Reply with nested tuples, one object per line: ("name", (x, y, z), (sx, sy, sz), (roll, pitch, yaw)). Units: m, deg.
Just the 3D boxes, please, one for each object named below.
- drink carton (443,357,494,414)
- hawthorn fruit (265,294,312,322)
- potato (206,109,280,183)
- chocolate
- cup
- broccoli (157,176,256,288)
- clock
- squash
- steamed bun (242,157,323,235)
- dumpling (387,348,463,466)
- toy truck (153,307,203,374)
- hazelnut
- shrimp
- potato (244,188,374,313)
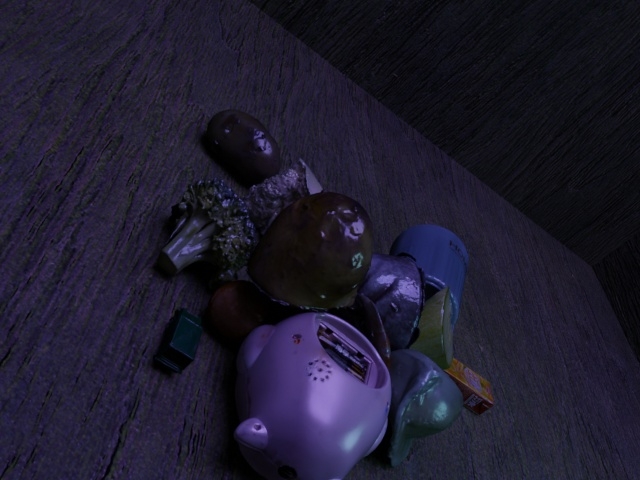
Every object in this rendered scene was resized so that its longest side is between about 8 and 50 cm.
("drink carton", (0.415, 0.423, 2.162), (0.223, 0.071, 0.096), (35, 28, -19))
("hawthorn fruit", (-0.066, 0.136, 1.803), (0.169, 0.169, 0.188), (17, 37, -43))
("potato", (-0.223, -0.284, 2.152), (0.262, 0.165, 0.165), (40, 27, 4))
("chocolate", (0.115, 0.158, 1.905), (0.213, 0.303, 0.303), (13, 39, -21))
("cup", (0.311, 0.162, 2.239), (0.257, 0.331, 0.311), (12, 29, 9))
("broccoli", (-0.284, -0.002, 1.703), (0.247, 0.262, 0.243), (23, 44, 30))
("clock", (-0.014, 0.333, 1.501), (0.368, 0.250, 0.376), (39, 28, -10))
("squash", (0.279, 0.271, 2.004), (0.204, 0.155, 0.236), (-49, 133, -62))
("steamed bun", (-0.097, -0.105, 2.009), (0.200, 0.225, 0.170), (44, 28, -6))
("dumpling", (0.239, 0.388, 1.737), (0.321, 0.212, 0.269), (40, 38, -43))
("toy truck", (-0.291, 0.204, 1.487), (0.065, 0.079, 0.147), (36, 27, -17))
("hazelnut", (-0.184, 0.166, 1.642), (0.150, 0.150, 0.150), (33, 30, -22))
("shrimp", (0.096, 0.174, 1.709), (0.062, 0.164, 0.316), (-8, 55, -24))
("potato", (0.000, 0.000, 1.599), (0.289, 0.237, 0.301), (36, 22, 34))
